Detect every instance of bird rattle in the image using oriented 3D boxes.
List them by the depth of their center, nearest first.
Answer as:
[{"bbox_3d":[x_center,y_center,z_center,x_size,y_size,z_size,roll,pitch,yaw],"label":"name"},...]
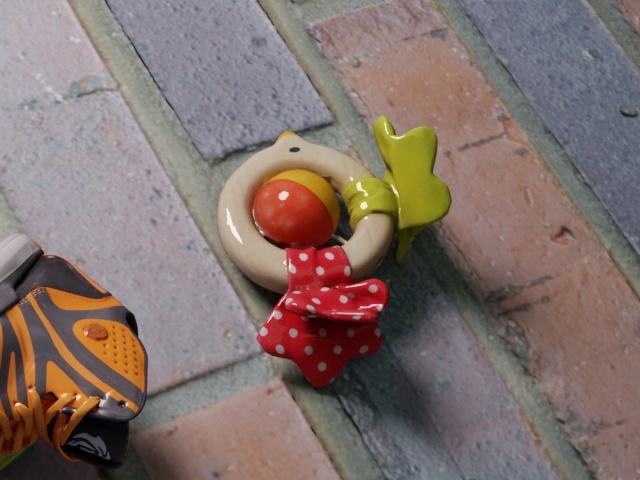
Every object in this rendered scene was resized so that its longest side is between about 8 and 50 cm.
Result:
[{"bbox_3d":[0.000,0.000,1.483,0.207,0.143,0.253,29,65,17],"label":"bird rattle"}]

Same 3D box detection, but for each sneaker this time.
[{"bbox_3d":[-0.238,0.137,1.212,0.180,0.125,0.321,31,50,4],"label":"sneaker"}]

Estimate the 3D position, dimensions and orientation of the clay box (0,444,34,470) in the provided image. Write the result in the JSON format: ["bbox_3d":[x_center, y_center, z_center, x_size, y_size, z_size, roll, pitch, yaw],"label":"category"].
[{"bbox_3d":[-0.349,0.166,1.266,0.222,0.053,0.127,-33,71,-33],"label":"clay box"}]
